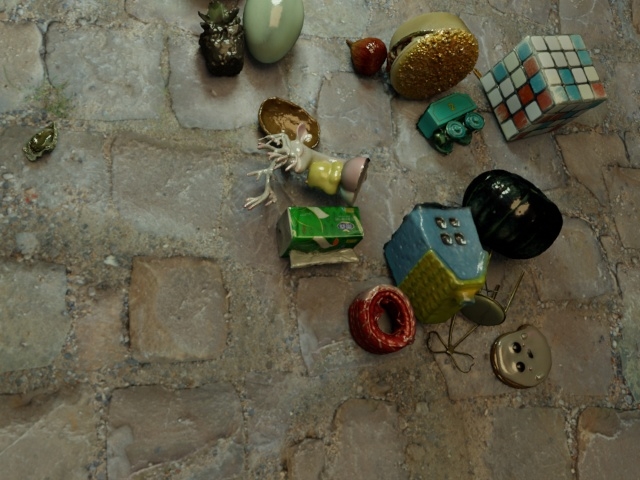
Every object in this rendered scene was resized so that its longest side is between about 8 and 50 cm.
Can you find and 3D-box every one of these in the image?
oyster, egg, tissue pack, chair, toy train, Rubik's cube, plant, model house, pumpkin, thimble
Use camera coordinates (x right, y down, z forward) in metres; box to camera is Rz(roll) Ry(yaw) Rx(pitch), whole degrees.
[{"bbox_3d":[-0.727,-0.256,1.619,0.100,0.037,0.098,-26,63,-4],"label":"oyster"},{"bbox_3d":[-0.144,-0.658,1.862,0.182,0.183,0.264,16,74,-14],"label":"egg"},{"bbox_3d":[-0.001,0.001,1.714,0.209,0.148,0.156,-2,72,-20],"label":"tissue pack"},{"bbox_3d":[0.462,0.205,1.808,0.159,0.170,0.326,36,58,-6],"label":"chair"},{"bbox_3d":[0.424,-0.385,2.010,0.203,0.112,0.163,-27,78,-27],"label":"toy train"},{"bbox_3d":[0.740,-0.512,2.070,0.259,0.253,0.256,-14,78,-29],"label":"Rubik's cube"},{"bbox_3d":[-0.287,-0.590,1.816,0.142,0.131,0.203,-14,79,-12],"label":"plant"},{"bbox_3d":[0.330,0.073,1.722,0.215,0.237,0.303,4,54,-19],"label":"model house"},{"bbox_3d":[0.565,-0.071,1.875,0.315,0.238,0.315,34,24,-18],"label":"pumpkin"},{"bbox_3d":[0.169,0.219,1.716,0.163,0.125,0.190,-19,80,-21],"label":"thimble"}]

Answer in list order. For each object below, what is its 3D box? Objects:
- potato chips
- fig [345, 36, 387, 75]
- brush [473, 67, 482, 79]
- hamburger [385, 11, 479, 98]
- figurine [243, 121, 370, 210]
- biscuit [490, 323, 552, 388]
[{"bbox_3d":[-0.095,-0.339,1.848,0.201,0.049,0.150,20,72,-11],"label":"potato chips"},{"bbox_3d":[0.141,-0.609,1.982,0.153,0.119,0.119,46,65,1],"label":"fig"},{"bbox_3d":[0.589,-0.537,2.169,0.043,0.014,0.170,-35,86,-27],"label":"brush"},{"bbox_3d":[0.351,-0.573,1.957,0.302,0.302,0.170,1,65,-19],"label":"hamburger"},{"bbox_3d":[-0.040,-0.197,1.700,0.315,0.206,0.284,17,39,8],"label":"figurine"},{"bbox_3d":[0.611,0.353,1.867,0.208,0.049,0.181,-14,77,-24],"label":"biscuit"}]
